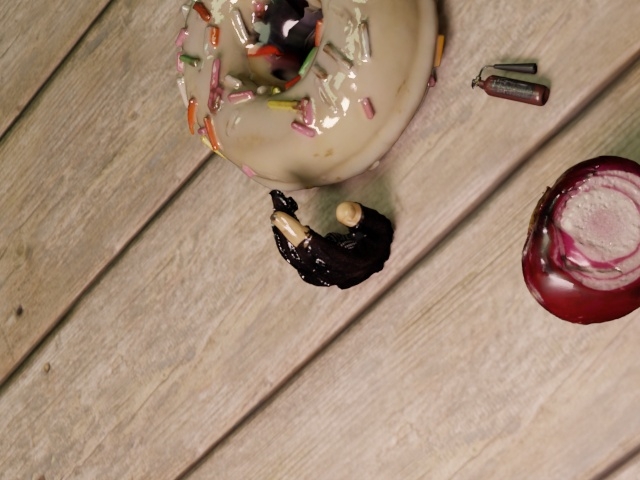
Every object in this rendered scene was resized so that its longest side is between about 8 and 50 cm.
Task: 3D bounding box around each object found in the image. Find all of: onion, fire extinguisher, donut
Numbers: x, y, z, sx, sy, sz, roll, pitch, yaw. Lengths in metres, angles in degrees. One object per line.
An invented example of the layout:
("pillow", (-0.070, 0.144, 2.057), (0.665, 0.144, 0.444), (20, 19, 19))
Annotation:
("onion", (0.302, 0.015, 1.253), (0.198, 0.135, 0.173), (32, 92, -3))
("fire extinguisher", (0.214, -0.184, 1.392), (0.100, 0.032, 0.046), (18, 106, 32))
("donut", (-0.030, -0.251, 1.524), (0.382, 0.142, 0.383), (-7, 79, 37))

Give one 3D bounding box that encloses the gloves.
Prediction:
("gloves", (-0.002, 0.003, 1.442), (0.129, 0.180, 0.106), (8, 90, 39))
